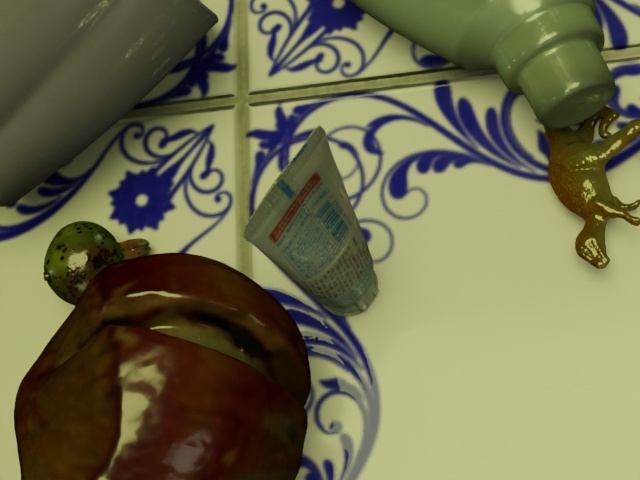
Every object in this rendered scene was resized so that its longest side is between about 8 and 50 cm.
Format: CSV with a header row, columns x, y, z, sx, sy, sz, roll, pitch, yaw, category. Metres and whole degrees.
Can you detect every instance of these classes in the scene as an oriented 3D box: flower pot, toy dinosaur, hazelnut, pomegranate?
x,y,z,sx,sy,sz,roll,pitch,yaw,category
-0.258,-0.175,1.048,0.265,0.265,0.243,43,94,21,flower pot
0.194,-0.062,1.017,0.162,0.039,0.126,31,82,29,toy dinosaur
-0.113,0.139,0.930,0.217,0.217,0.251,0,55,12,hazelnut
-0.185,0.021,1.053,0.084,0.073,0.073,5,72,-3,pomegranate

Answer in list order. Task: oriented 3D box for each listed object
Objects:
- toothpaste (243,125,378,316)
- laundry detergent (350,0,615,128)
x,y,z,sx,sy,sz,roll,pitch,yaw,category
0.000,0.000,0.929,0.057,0.234,0.089,31,80,19,toothpaste
0.110,-0.262,1.055,0.264,0.125,0.398,-25,68,5,laundry detergent
